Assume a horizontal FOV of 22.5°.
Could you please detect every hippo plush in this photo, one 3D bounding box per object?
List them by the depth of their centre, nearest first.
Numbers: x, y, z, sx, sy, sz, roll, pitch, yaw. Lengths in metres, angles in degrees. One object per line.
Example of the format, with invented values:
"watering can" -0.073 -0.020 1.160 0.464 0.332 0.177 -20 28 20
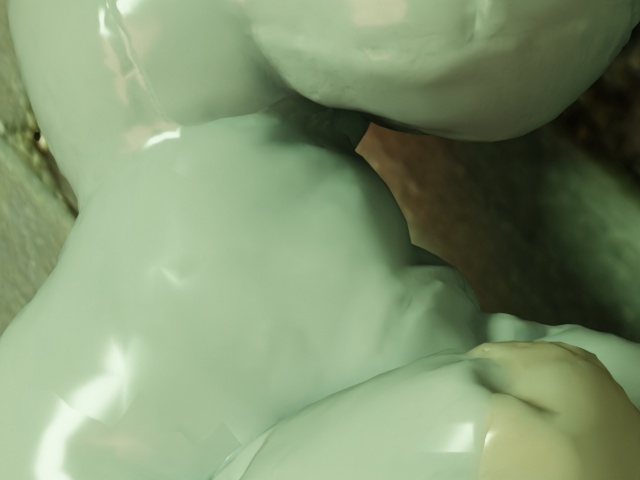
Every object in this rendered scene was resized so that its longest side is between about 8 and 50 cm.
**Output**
"hippo plush" 0.000 0.000 0.453 0.294 0.234 0.236 -7 76 27
